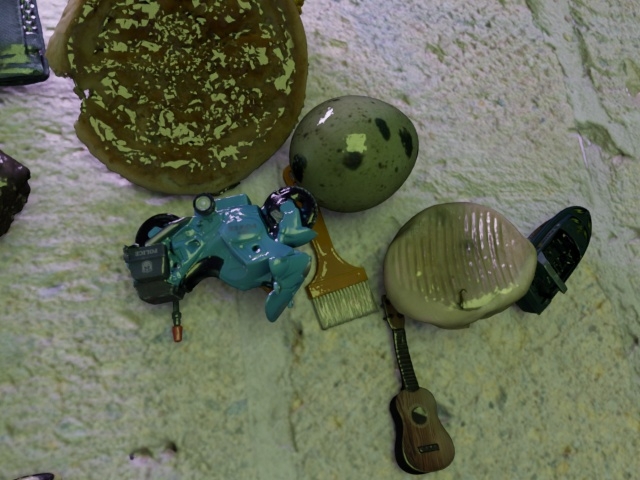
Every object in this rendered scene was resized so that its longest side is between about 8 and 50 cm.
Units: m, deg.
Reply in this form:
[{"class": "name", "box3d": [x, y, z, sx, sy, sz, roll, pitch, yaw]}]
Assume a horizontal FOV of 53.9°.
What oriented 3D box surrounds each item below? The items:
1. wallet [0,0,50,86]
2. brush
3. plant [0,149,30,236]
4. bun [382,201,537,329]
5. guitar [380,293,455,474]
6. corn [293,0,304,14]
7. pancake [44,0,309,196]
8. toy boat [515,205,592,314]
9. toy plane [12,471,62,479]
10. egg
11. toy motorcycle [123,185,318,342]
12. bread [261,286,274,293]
[{"class": "wallet", "box3d": [-0.547, -0.368, 0.923, 0.237, 0.075, 0.342, -12, 78, -14]}, {"class": "brush", "box3d": [0.000, 0.000, 0.992, 0.103, 0.013, 0.272, -16, 76, -22]}, {"class": "plant", "box3d": [-0.485, -0.087, 0.812, 0.195, 0.132, 0.129, 32, 62, -10]}, {"class": "bun", "box3d": [0.209, 0.044, 0.970, 0.237, 0.116, 0.209, -10, 53, -5]}, {"class": "guitar", "box3d": [0.129, 0.208, 0.945, 0.084, 0.038, 0.271, -2, 67, -23]}, {"class": "corn", "box3d": [-0.168, -0.355, 1.017, 0.313, 0.102, 0.102, -28, 81, -22]}, {"class": "pancake", "box3d": [-0.199, -0.247, 0.920, 0.382, 0.071, 0.382, -1, 95, -15]}, {"class": "toy boat", "box3d": [0.395, 0.021, 1.058, 0.246, 0.103, 0.093, -42, 99, -29]}, {"class": "toy plane", "box3d": [-0.410, 0.334, 0.700, 0.244, 0.092, 0.229, -20, 50, -32]}, {"class": "egg", "box3d": [0.059, -0.136, 0.969, 0.228, 0.177, 0.177, -19, 78, -35]}, {"class": "toy motorcycle", "box3d": [-0.128, 0.030, 0.850, 0.272, 0.123, 0.182, -11, 72, 4]}, {"class": "bread", "box3d": [-0.089, 0.027, 0.933, 0.132, 0.053, 0.074, 31, 65, -1]}]
